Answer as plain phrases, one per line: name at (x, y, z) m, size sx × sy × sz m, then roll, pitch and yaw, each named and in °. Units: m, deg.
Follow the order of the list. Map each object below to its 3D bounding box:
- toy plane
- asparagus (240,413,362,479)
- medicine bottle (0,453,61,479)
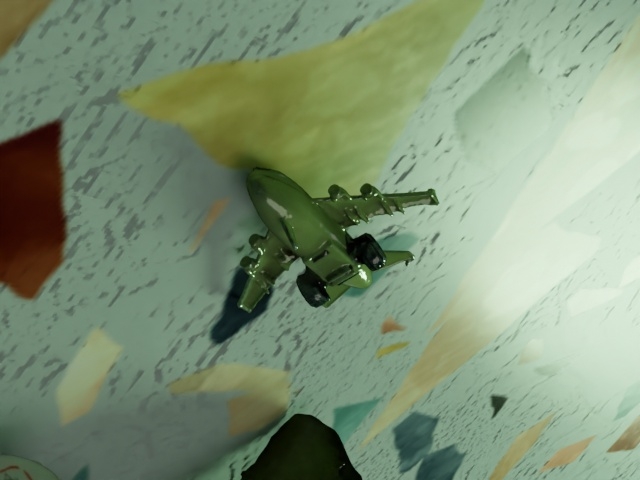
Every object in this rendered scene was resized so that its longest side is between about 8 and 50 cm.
toy plane at (0.000, 0.000, 0.500) m, size 0.102 × 0.040 × 0.111 m, roll -34°, pitch 150°, yaw 11°
asparagus at (-0.077, 0.272, 0.581) m, size 0.128 × 0.108 × 0.382 m, roll 44°, pitch 66°, yaw -19°
medicine bottle at (-0.156, 0.188, 0.533) m, size 0.115 × 0.078 × 0.219 m, roll -23°, pitch 145°, yaw -41°
